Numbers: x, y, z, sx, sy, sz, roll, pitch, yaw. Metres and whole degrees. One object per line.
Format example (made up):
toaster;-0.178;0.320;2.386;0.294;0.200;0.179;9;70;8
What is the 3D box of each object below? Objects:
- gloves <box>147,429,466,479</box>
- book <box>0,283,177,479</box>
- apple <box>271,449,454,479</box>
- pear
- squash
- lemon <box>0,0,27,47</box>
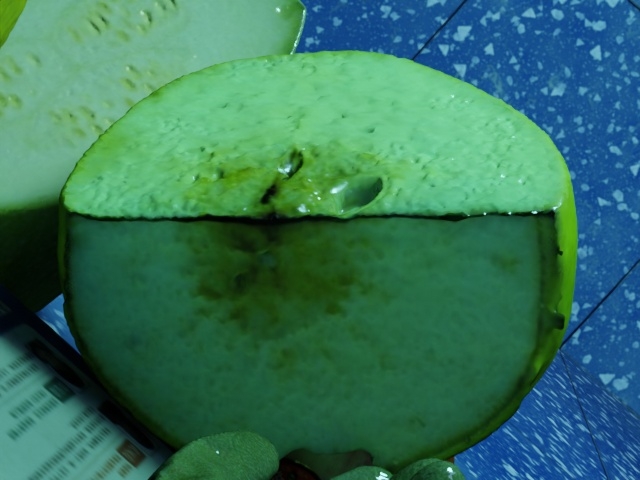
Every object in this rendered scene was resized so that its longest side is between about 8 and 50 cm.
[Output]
gloves;-0.033;0.146;0.792;0.135;0.107;0.268;50;34;13
book;-0.093;0.151;0.942;0.428;0.039;0.300;42;9;1
apple;0.008;0.138;1.182;0.146;0.131;0.146;28;6;-3
pear;0.000;0.000;1.108;0.292;0.292;0.159;-127;-151;-54
squash;-0.154;-0.099;1.200;0.189;0.260;0.189;43;9;-8
lemon;-0.276;-0.193;1.086;0.268;0.268;0.322;36;35;-37
